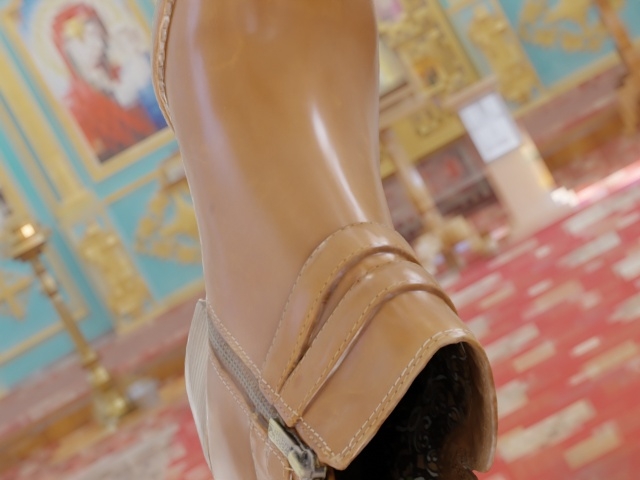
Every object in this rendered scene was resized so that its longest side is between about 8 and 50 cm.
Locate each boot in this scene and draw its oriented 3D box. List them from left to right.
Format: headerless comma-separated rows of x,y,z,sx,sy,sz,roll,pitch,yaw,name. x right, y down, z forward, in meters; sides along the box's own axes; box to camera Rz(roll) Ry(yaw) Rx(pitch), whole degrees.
0.000,0.000,0.792,0.109,0.283,0.220,3,16,-19,boot
